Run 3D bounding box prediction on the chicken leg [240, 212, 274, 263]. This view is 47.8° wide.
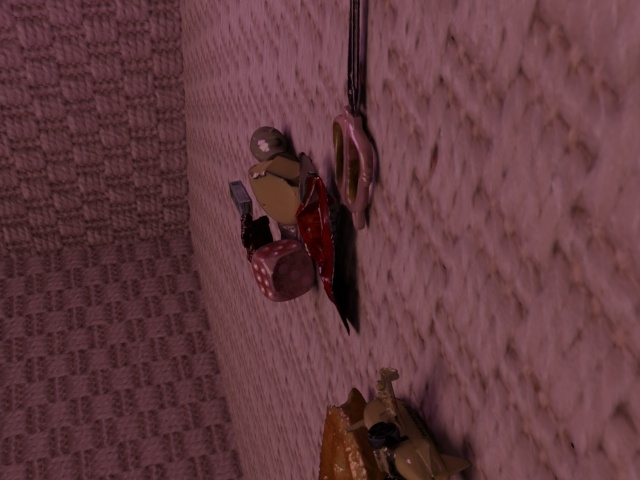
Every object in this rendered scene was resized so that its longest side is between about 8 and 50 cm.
[{"bbox_3d":[-0.104,0.023,1.422,0.089,0.048,0.219,-61,-39,-32],"label":"chicken leg"}]

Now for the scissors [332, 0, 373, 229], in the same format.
[{"bbox_3d":[0.045,-0.174,0.979,0.160,0.024,0.317,-119,25,-57],"label":"scissors"}]

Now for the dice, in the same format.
[{"bbox_3d":[-0.069,0.055,1.349,0.094,0.091,0.093,22,131,60],"label":"dice"}]

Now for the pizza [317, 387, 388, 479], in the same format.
[{"bbox_3d":[0.074,0.390,1.041,0.268,0.087,0.257,-130,39,-62],"label":"pizza"}]

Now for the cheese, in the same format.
[{"bbox_3d":[-0.068,-0.055,1.341,0.050,0.127,0.255,-55,-22,-31],"label":"cheese"}]

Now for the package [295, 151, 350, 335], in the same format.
[{"bbox_3d":[0.000,0.000,1.155,0.194,0.071,0.269,-96,1,-66],"label":"package"}]

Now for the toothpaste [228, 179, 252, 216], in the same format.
[{"bbox_3d":[-0.218,-0.116,1.964,0.164,0.034,0.046,-125,27,-60],"label":"toothpaste"}]

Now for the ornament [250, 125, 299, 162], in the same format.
[{"bbox_3d":[-0.091,-0.173,1.393,0.156,0.075,0.081,-118,31,-57],"label":"ornament"}]

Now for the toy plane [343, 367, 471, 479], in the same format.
[{"bbox_3d":[0.097,0.245,0.876,0.244,0.092,0.228,20,131,70],"label":"toy plane"}]
